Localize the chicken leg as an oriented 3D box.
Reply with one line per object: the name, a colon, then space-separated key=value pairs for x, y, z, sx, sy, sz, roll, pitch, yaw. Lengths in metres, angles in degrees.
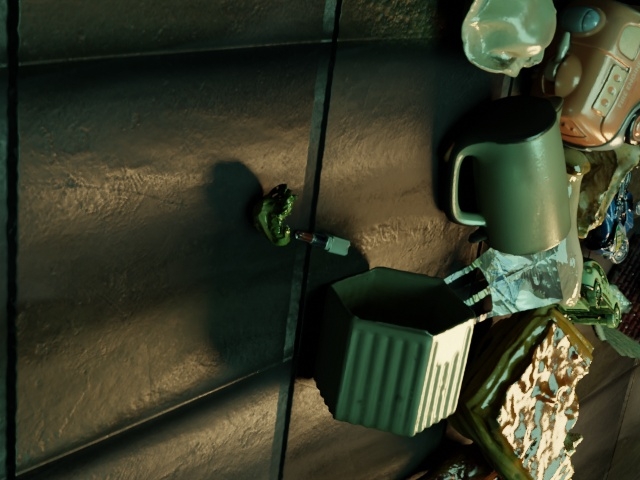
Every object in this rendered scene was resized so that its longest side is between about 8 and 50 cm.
chicken leg: x=0.281 y=0.484 z=2.050 sx=0.407 sy=0.096 sz=0.158 roll=6 pitch=123 yaw=-50

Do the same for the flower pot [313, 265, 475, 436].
flower pot: x=0.112 y=0.170 z=1.559 sx=0.239 sy=0.209 sz=0.189 roll=-19 pitch=124 yaw=-47

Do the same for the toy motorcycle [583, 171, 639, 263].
toy motorcycle: x=0.640 y=-0.055 z=2.193 sx=0.136 sy=0.092 sz=0.254 roll=-22 pitch=118 yaw=-32

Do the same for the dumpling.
dumpling: x=0.298 y=-0.342 z=1.569 sx=0.250 sy=0.132 sz=0.162 roll=4 pitch=102 yaw=-52

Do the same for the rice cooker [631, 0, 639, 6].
rice cooker: x=0.774 y=-0.412 z=1.962 sx=0.335 sy=0.335 sz=0.325 roll=-34 pitch=133 yaw=-36

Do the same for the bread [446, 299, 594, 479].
bread: x=0.407 y=0.320 z=1.979 sx=0.314 sy=0.192 sz=0.370 roll=-51 pitch=123 yaw=-18

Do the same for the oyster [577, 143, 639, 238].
oyster: x=0.581 y=-0.157 z=2.047 sx=0.341 sy=0.110 sz=0.166 roll=-63 pitch=149 yaw=-9

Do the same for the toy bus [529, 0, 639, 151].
toy bus: x=0.493 y=-0.314 z=1.799 sx=0.232 sy=0.194 sz=0.287 roll=20 pitch=94 yaw=-41

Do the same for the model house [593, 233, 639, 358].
model house: x=0.810 y=0.128 z=2.430 sx=0.249 sy=0.230 sz=0.280 roll=43 pitch=71 yaw=-27

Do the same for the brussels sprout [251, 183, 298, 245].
brussels sprout: x=-0.061 y=-0.038 z=1.348 sx=0.058 sy=0.085 sz=0.085 roll=29 pitch=86 yaw=-23

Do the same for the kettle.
kettle: x=0.322 y=-0.108 z=1.722 sx=0.240 sy=0.165 sz=0.255 roll=-22 pitch=130 yaw=-8

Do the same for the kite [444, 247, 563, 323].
kite: x=0.311 y=0.075 z=1.832 sx=0.310 sy=0.015 sz=0.169 roll=-19 pitch=96 yaw=-22

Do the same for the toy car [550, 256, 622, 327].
toy car: x=0.563 y=0.108 z=2.155 sx=0.306 sy=0.136 sz=0.125 roll=32 pitch=63 yaw=-55

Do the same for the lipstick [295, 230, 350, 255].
lipstick: x=0.000 y=0.000 z=1.480 sx=0.107 sy=0.025 sz=0.025 roll=16 pitch=95 yaw=-48

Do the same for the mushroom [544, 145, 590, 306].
mushroom: x=0.456 y=-0.027 z=1.942 sx=0.159 sy=0.122 sz=0.328 roll=-3 pitch=110 yaw=-29
